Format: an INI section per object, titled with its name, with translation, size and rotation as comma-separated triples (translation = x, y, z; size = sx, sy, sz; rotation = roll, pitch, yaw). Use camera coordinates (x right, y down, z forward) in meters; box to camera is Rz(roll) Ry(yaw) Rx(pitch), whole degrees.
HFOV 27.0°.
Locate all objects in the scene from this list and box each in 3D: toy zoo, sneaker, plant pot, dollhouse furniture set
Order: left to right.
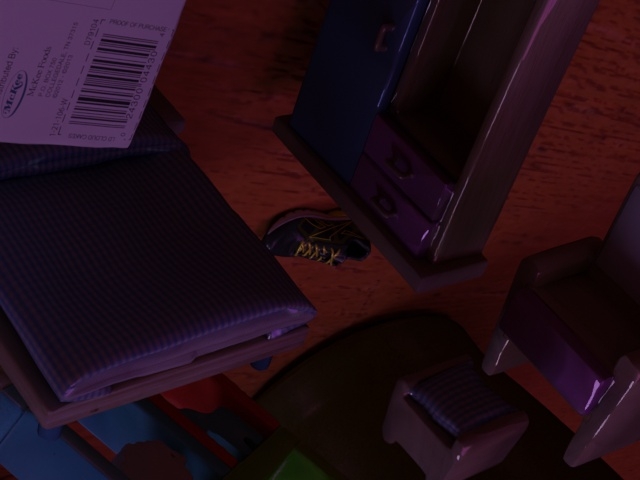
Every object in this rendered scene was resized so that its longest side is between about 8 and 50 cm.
[toy zoo]
translation = -0.109, 0.069, 0.635
size = 0.030, 0.293, 0.192
rotation = -53, 172, 12
[dollhouse furniture set]
translation = -0.019, -0.039, 0.547
size = 0.303, 0.286, 0.198
rotation = -14, 138, -36
[sneaker]
translation = 0.000, 0.000, 0.870
size = 0.083, 0.035, 0.031
rotation = -10, 144, -34
[plant pot]
translation = 0.098, 0.262, 1.043
size = 0.366, 0.353, 0.366
rotation = -25, 151, -15

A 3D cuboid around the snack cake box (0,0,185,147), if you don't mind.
[snack cake box]
translation = -0.093, -0.163, 0.399
size = 0.152, 0.089, 0.264
rotation = 1, 122, -48
